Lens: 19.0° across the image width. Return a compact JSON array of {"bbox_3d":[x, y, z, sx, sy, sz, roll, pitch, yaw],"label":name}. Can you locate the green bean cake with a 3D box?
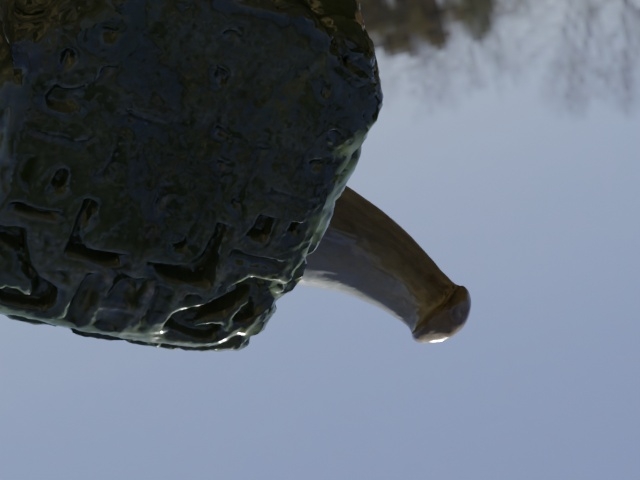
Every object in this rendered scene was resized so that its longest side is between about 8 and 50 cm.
[{"bbox_3d":[-0.097,-0.060,1.030,0.223,0.227,0.125,13,-153,-23],"label":"green bean cake"}]

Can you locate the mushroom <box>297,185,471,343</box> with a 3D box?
[{"bbox_3d":[0.000,0.000,1.576,0.270,0.118,0.103,18,140,-13],"label":"mushroom"}]
